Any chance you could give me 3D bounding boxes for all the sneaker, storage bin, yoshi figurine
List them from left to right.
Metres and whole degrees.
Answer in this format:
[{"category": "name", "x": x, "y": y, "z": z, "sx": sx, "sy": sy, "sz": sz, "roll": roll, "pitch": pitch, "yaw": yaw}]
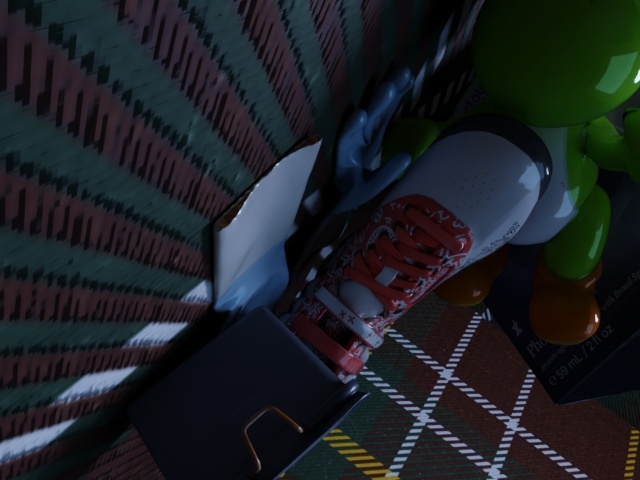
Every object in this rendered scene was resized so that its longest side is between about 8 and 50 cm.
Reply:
[{"category": "storage bin", "x": -0.051, "y": 0.109, "z": 0.373, "sx": 0.135, "sy": 0.091, "sz": 0.098, "roll": -37, "pitch": 165, "yaw": -21}, {"category": "sneaker", "x": 0.052, "y": 0.028, "z": 0.444, "sx": 0.145, "sy": 0.090, "sz": 0.270, "roll": -52, "pitch": -176, "yaw": -32}, {"category": "yoshi figurine", "x": 0.163, "y": -0.071, "z": 0.460, "sx": 0.203, "sy": 0.203, "sz": 0.362, "roll": -12, "pitch": 128, "yaw": -10}]

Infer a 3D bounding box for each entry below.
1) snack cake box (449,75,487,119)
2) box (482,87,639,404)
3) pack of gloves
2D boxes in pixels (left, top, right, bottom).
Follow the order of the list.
[{"category": "snack cake box", "x": 0.289, "y": -0.235, "z": 0.839, "sx": 0.152, "sy": 0.089, "sz": 0.264, "roll": -57, "pitch": 170, "yaw": 34}, {"category": "box", "x": 0.316, "y": -0.026, "z": 0.673, "sx": 0.182, "sy": 0.294, "sz": 0.296, "roll": 3, "pitch": 133, "yaw": -32}, {"category": "pack of gloves", "x": 0.000, "y": 0.000, "z": 0.421, "sx": 0.195, "sy": 0.046, "sz": 0.232, "roll": -49, "pitch": 169, "yaw": -31}]
